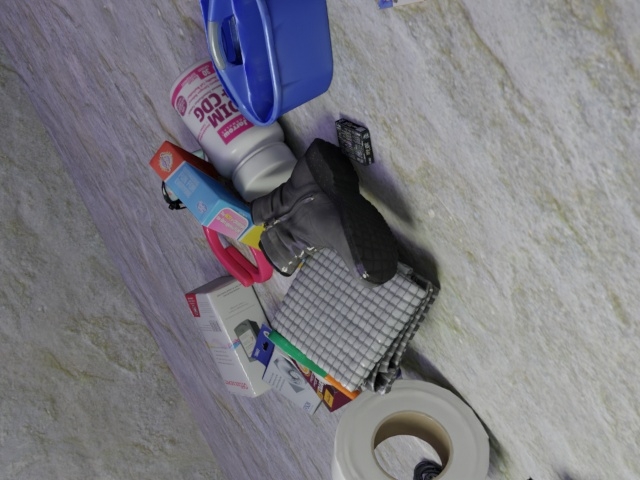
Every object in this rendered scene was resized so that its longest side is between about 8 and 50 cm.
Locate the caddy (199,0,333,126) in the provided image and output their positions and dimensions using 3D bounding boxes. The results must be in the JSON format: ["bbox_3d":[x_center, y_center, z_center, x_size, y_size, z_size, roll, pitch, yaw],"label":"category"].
[{"bbox_3d":[-0.116,-0.369,1.700,0.241,0.179,0.341,39,147,46],"label":"caddy"}]

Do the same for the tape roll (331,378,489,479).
[{"bbox_3d":[0.163,0.400,1.780,0.286,0.286,0.100,50,154,29],"label":"tape roll"}]

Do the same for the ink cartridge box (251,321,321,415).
[{"bbox_3d":[-0.081,0.323,2.405,0.224,0.045,0.223,35,151,8],"label":"ink cartridge box"}]

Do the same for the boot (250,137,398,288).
[{"bbox_3d":[0.000,0.000,1.752,0.223,0.118,0.338,-45,45,27],"label":"boot"}]

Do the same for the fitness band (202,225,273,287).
[{"bbox_3d":[-0.214,-0.005,2.440,0.291,0.054,0.209,39,144,42],"label":"fitness band"}]

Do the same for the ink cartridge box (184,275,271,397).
[{"bbox_3d":[-0.226,0.255,2.627,0.226,0.131,0.306,-8,109,65],"label":"ink cartridge box"}]

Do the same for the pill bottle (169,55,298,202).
[{"bbox_3d":[-0.174,-0.227,1.987,0.283,0.160,0.160,54,155,18],"label":"pill bottle"}]

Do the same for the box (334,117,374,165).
[{"bbox_3d":[0.060,-0.176,1.732,0.083,0.018,0.067,31,141,51],"label":"box"}]

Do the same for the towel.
[{"bbox_3d":[0.065,0.127,1.773,0.121,0.235,0.283,30,-179,-44],"label":"towel"}]

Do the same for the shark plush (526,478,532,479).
[{"bbox_3d":[0.377,0.494,1.762,0.067,0.073,0.161,19,113,32],"label":"shark plush"}]

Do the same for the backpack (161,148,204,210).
[{"bbox_3d":[-0.296,-0.157,2.340,0.182,0.152,0.115,-18,107,54],"label":"backpack"}]

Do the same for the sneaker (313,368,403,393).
[{"bbox_3d":[0.056,0.176,1.992,0.323,0.130,0.236,10,115,65],"label":"sneaker"}]

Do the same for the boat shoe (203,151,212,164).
[{"bbox_3d":[-0.215,-0.155,2.205,0.099,0.116,0.319,30,145,46],"label":"boat shoe"}]

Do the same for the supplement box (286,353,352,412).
[{"bbox_3d":[0.007,0.287,2.239,0.188,0.081,0.104,51,153,27],"label":"supplement box"}]

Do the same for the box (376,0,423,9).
[{"bbox_3d":[0.117,-0.381,1.395,0.136,0.028,0.081,14,126,63],"label":"box"}]

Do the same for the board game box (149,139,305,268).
[{"bbox_3d":[-0.177,-0.071,2.023,0.316,0.064,0.242,26,-166,-49],"label":"board game box"}]

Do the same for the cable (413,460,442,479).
[{"bbox_3d":[0.260,0.540,2.033,0.184,0.047,0.151,4,113,66],"label":"cable"}]

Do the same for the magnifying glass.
[{"bbox_3d":[-0.010,0.241,1.851,0.231,0.026,0.092,37,178,-25],"label":"magnifying glass"}]
